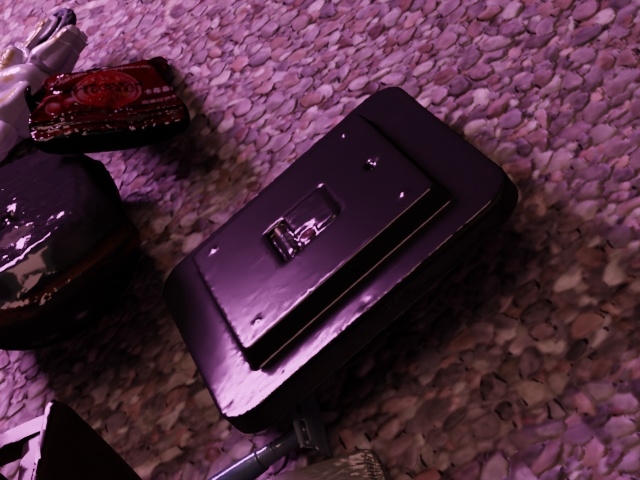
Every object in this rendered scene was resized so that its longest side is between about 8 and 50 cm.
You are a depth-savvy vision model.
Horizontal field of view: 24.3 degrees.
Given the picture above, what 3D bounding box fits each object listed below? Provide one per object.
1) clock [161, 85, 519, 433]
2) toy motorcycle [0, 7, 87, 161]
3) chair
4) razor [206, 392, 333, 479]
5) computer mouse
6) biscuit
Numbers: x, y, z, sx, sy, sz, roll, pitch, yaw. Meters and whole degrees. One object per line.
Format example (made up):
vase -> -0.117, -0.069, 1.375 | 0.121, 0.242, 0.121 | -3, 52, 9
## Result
clock -> 0.000, 0.000, 1.167 | 0.273, 0.049, 0.279 | -41, 28, 1
toy motorcycle -> -0.333, -0.151, 1.597 | 0.228, 0.074, 0.151 | -44, 28, 13
chair -> -0.128, 0.210, 1.001 | 0.319, 0.186, 0.160 | -25, 35, 21
razor -> -0.055, 0.169, 1.100 | 0.135, 0.040, 0.068 | -34, 37, 13
computer mouse -> -0.254, 0.014, 1.340 | 0.183, 0.116, 0.323 | -28, 23, -4
biscuit -> -0.214, -0.137, 1.451 | 0.151, 0.063, 0.235 | -10, 16, -8
